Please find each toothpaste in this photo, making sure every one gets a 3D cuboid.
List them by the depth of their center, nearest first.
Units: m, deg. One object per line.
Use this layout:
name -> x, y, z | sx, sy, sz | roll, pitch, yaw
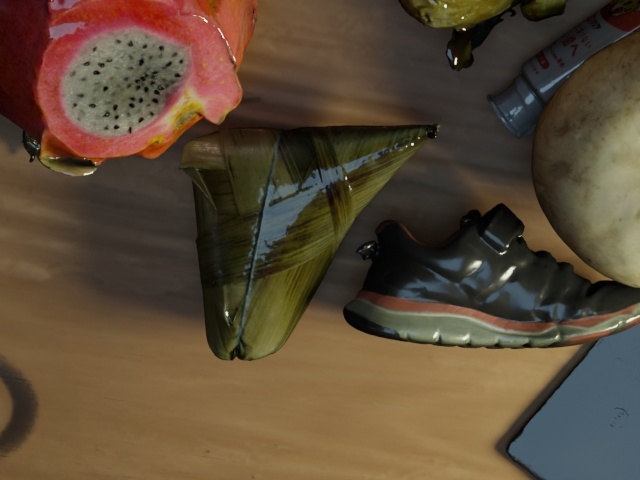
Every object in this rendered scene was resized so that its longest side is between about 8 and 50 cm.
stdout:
toothpaste -> 0.262, -0.184, 1.636 | 0.234, 0.089, 0.057 | -37, 114, 14

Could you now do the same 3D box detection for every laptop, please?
laptop -> 0.290, 0.173, 1.731 | 0.135, 0.016, 0.197 | 40, 99, -3

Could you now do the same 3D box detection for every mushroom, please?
mushroom -> 0.316, -0.071, 1.580 | 0.255, 0.184, 0.254 | 1, 94, 11

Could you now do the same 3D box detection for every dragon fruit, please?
dragon fruit -> -0.194, -0.188, 1.566 | 0.291, 0.189, 0.290 | -6, 124, -9

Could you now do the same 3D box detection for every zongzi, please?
zongzi -> 0.000, 0.000, 1.659 | 0.242, 0.112, 0.220 | -2, 99, 12

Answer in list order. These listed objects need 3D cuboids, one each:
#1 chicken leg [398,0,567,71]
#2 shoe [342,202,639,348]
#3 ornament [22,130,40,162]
chicken leg -> 0.216, -0.321, 1.586 | 0.361, 0.140, 0.211 | -32, 118, -1
shoe -> 0.168, 0.034, 1.670 | 0.291, 0.114, 0.137 | 3, 86, -3
ornament -> -0.287, -0.111, 1.708 | 0.125, 0.028, 0.073 | -1, 100, 2
